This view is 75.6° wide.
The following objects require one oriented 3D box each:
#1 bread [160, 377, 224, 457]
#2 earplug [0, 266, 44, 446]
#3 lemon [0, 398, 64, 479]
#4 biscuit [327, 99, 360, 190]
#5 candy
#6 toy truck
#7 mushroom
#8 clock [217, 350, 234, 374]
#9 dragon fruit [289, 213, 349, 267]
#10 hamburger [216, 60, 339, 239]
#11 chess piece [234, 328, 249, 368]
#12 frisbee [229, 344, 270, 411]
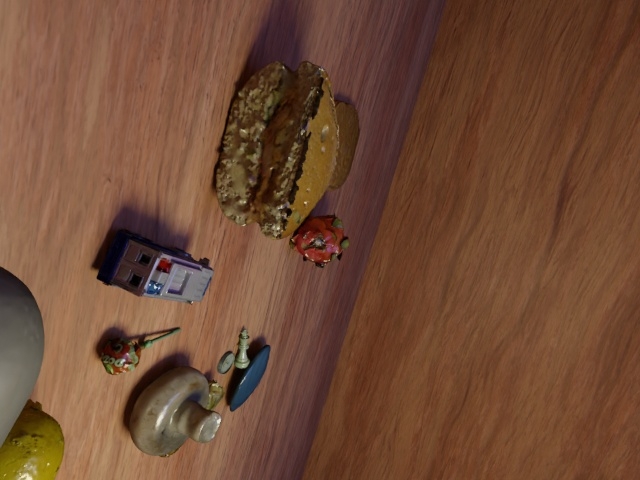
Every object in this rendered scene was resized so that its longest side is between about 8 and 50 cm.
[{"bbox_3d":[-0.417,0.559,1.306,0.269,0.098,0.087,-46,120,-48],"label":"bread"},{"bbox_3d":[-0.500,0.185,0.438,0.394,0.312,0.312,-64,159,-17],"label":"earplug"},{"bbox_3d":[-0.543,0.382,0.713,0.173,0.173,0.206,75,18,-57],"label":"lemon"},{"bbox_3d":[0.080,-0.390,1.745,0.385,0.062,0.365,6,103,-69],"label":"biscuit"},{"bbox_3d":[-0.435,0.256,1.041,0.287,0.078,0.084,-14,102,-77],"label":"candy"},{"bbox_3d":[-0.349,0.076,0.944,0.124,0.155,0.268,-68,160,-6],"label":"toy truck"},{"bbox_3d":[-0.382,0.482,1.134,0.243,0.243,0.243,-52,153,-41],"label":"mushroom"},{"bbox_3d":[-0.341,0.444,1.495,0.085,0.017,0.085,-52,153,-41],"label":"clock"},{"bbox_3d":[0.001,0.000,1.688,0.227,0.224,0.224,-55,155,-52],"label":"dragon fruit"},{"bbox_3d":[-0.099,-0.231,1.136,0.287,0.268,0.445,5,100,-67],"label":"hamburger"},{"bbox_3d":[-0.290,0.398,1.544,0.059,0.059,0.149,-21,120,-64],"label":"chess piece"},{"bbox_3d":[-0.266,0.555,1.654,0.289,0.049,0.289,-60,170,-18],"label":"frisbee"}]
